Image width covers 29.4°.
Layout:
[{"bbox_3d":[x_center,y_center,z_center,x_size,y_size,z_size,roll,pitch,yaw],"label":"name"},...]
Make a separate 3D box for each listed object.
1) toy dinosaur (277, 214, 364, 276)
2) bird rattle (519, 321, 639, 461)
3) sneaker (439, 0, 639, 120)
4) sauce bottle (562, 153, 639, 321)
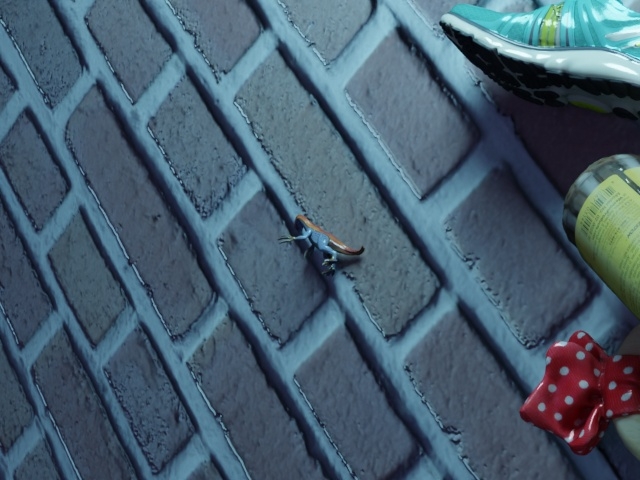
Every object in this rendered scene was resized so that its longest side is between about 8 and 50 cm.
[{"bbox_3d":[0.000,0.000,1.383,0.090,0.047,0.082,-19,60,2],"label":"toy dinosaur"},{"bbox_3d":[0.315,0.143,1.066,0.207,0.143,0.253,-49,39,7],"label":"bird rattle"},{"bbox_3d":[0.242,-0.189,1.169,0.275,0.107,0.110,19,78,35],"label":"sneaker"},{"bbox_3d":[0.315,0.050,0.980,0.111,0.111,0.344,-58,30,19],"label":"sauce bottle"}]
